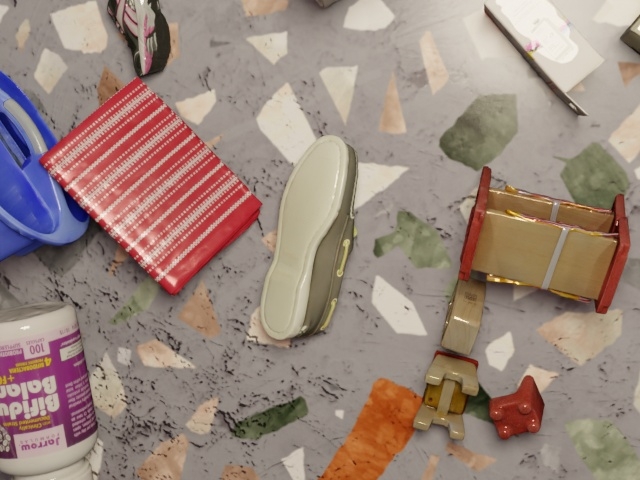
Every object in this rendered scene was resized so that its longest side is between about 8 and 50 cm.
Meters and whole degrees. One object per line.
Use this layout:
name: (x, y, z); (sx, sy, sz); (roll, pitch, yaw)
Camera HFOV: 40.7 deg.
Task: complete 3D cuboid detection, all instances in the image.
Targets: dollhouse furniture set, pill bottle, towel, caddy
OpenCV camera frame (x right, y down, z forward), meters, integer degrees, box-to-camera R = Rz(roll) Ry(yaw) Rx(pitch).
dollhouse furniture set: (0.275, 0.106, 1.215); (0.201, 0.152, 0.374); (15, 119, 8)
pill bottle: (-0.441, 0.258, 1.345); (0.169, 0.169, 0.301); (-7, 98, 12)
towel: (-0.240, -0.078, 1.257); (0.275, 0.031, 0.199); (46, 70, -7)
caddy: (-0.480, -0.121, 1.256); (0.179, 0.241, 0.341); (-34, 92, 18)

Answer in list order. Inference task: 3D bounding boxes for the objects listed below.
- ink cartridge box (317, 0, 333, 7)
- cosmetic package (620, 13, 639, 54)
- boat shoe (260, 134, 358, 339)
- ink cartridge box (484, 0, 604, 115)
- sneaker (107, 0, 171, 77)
ink cartridge box: (0.084, -0.522, 1.098); (0.385, 0.160, 0.279); (-32, 95, 7)
cosmetic package: (0.538, -0.332, 1.081); (0.153, 0.129, 0.296); (41, 105, 4)
boat shoe: (-0.003, -0.001, 1.259); (0.109, 0.091, 0.305); (26, 104, 44)
ink cartridge box: (0.305, -0.258, 1.144); (0.067, 0.115, 0.198); (-41, 91, 14)
sneaker: (-0.274, -0.329, 1.279); (0.077, 0.072, 0.178); (-4, 90, 24)
